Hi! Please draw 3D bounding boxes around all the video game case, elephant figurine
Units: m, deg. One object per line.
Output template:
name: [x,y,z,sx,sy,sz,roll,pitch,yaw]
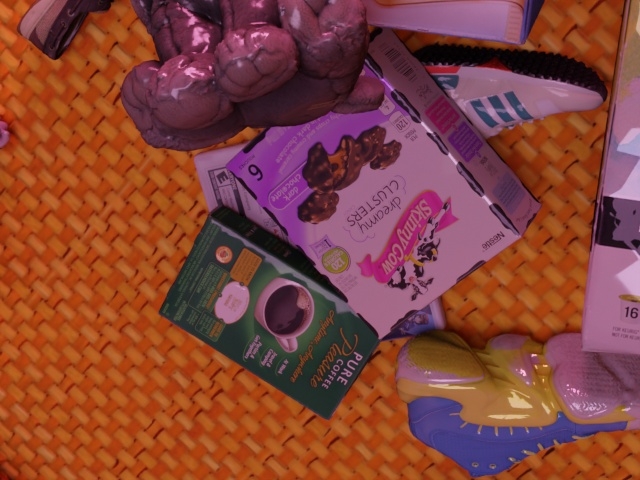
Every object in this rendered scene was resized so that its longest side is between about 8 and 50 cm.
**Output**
video game case: [0.000,0.000,1.076,0.183,0.023,0.201,-11,103,18]
elephant figurine: [-0.067,-0.187,0.721,0.169,0.186,0.239,-21,80,-12]

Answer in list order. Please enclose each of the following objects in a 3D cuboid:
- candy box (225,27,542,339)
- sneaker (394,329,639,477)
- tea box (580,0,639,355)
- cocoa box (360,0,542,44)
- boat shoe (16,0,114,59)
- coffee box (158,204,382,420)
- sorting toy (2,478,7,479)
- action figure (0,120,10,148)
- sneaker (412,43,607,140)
candy box: [0.050,-0.045,0.984,0.196,0.070,0.165,48,123,-3]
sneaker: [0.183,0.146,1.054,0.240,0.091,0.126,9,128,11]
tea box: [0.367,-0.081,0.846,0.329,0.220,0.323,7,108,13]
cocoa box: [0.002,-0.287,0.868,0.347,0.231,0.228,9,112,12]
boat shoe: [-0.199,-0.216,1.044,0.049,0.056,0.152,46,122,-8]
coffee box: [-0.039,0.064,1.071,0.184,0.040,0.113,31,112,4]
sorting toy: [-0.436,0.294,1.249,0.257,0.089,0.255,46,113,-3]
action figure: [-0.438,-0.060,1.051,0.276,0.248,0.370,-9,102,18]
sneaker: [0.149,-0.111,0.988,0.161,0.057,0.075,9,121,14]
